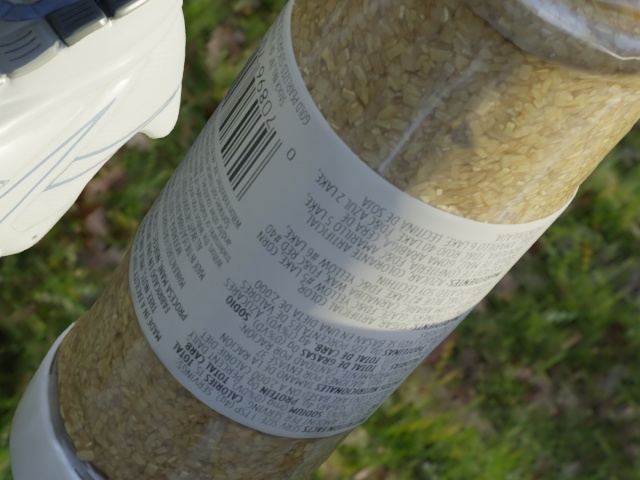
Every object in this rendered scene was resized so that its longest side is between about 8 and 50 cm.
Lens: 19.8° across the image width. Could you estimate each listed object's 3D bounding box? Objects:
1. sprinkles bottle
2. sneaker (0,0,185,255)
[{"bbox_3d":[0.000,0.000,0.668,0.121,0.355,0.121,18,47,-20],"label":"sprinkles bottle"},{"bbox_3d":[-0.172,-0.030,0.806,0.111,0.297,0.129,44,-24,37],"label":"sneaker"}]
